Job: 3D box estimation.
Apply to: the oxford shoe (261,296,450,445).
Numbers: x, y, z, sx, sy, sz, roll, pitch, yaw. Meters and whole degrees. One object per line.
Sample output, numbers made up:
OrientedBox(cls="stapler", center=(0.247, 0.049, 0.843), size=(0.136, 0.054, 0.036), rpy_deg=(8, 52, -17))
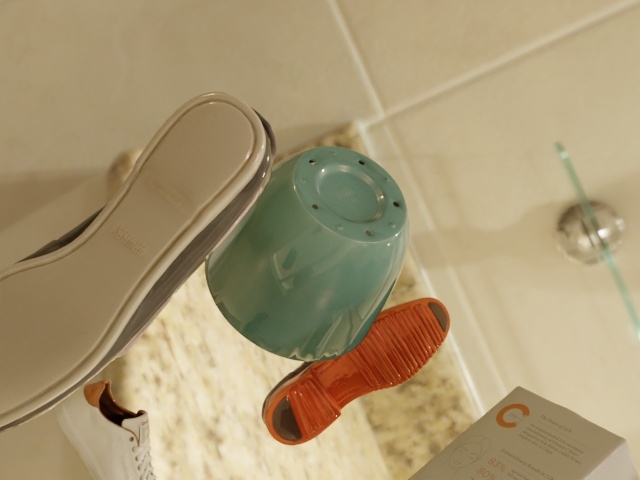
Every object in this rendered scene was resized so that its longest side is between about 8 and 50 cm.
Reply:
OrientedBox(cls="oxford shoe", center=(0.051, 0.202, 1.672), size=(0.129, 0.364, 0.133), rpy_deg=(62, -10, -11))

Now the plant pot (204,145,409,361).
OrientedBox(cls="plant pot", center=(0.000, 0.000, 1.492), size=(0.293, 0.235, 0.293), rpy_deg=(15, 48, -18))

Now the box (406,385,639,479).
OrientedBox(cls="box", center=(0.252, 0.397, 1.375), size=(0.215, 0.345, 0.168), rpy_deg=(24, -36, 55))

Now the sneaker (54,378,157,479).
OrientedBox(cls="sneaker", center=(-0.316, 0.362, 1.635), size=(0.290, 0.123, 0.106), rpy_deg=(55, 11, -3))

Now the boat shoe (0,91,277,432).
OrientedBox(cls="boat shoe", center=(-0.157, 0.029, 0.758), size=(0.112, 0.335, 0.095), rpy_deg=(44, -4, 17))
